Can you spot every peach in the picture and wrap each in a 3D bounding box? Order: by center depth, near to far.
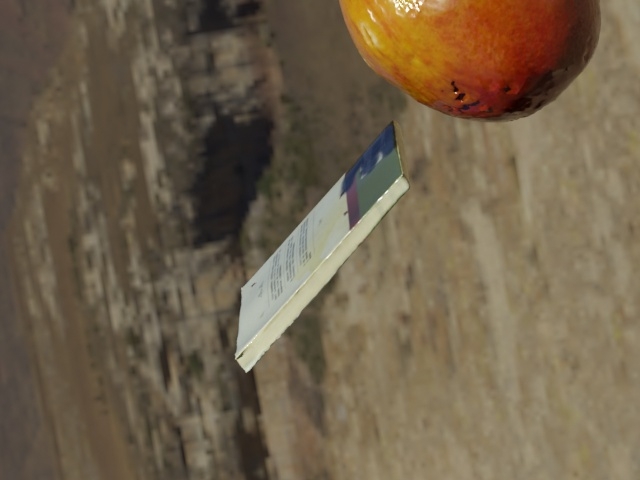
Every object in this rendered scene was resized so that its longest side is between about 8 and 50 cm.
[{"bbox_3d":[0.153,-0.247,1.637,0.238,0.281,0.280,-43,55,56],"label":"peach"}]

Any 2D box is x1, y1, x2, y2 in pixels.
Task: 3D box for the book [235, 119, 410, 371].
[{"bbox_3d":[0.000,0.000,1.778,0.026,0.289,0.201,37,-162,-15],"label":"book"}]
